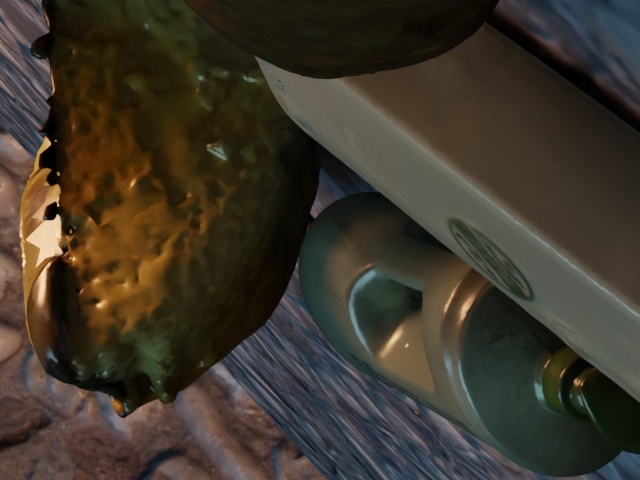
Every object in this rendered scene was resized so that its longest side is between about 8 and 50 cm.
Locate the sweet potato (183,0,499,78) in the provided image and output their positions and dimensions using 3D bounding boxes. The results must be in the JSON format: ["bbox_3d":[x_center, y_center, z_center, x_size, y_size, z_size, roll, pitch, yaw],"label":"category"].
[{"bbox_3d":[0.001,-0.103,0.437,0.131,0.131,0.336,48,169,-5],"label":"sweet potato"}]

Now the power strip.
[{"bbox_3d":[0.107,0.007,0.597,0.385,0.062,0.091,41,169,28],"label":"power strip"}]

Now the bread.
[{"bbox_3d":[-0.081,-0.035,0.960,0.204,0.162,0.262,84,-177,-77],"label":"bread"}]

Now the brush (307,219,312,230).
[{"bbox_3d":[0.000,0.000,1.181,0.170,0.014,0.043,42,171,24],"label":"brush"}]

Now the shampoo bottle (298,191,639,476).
[{"bbox_3d":[0.079,0.046,0.803,0.118,0.087,0.234,50,170,-23],"label":"shampoo bottle"}]
